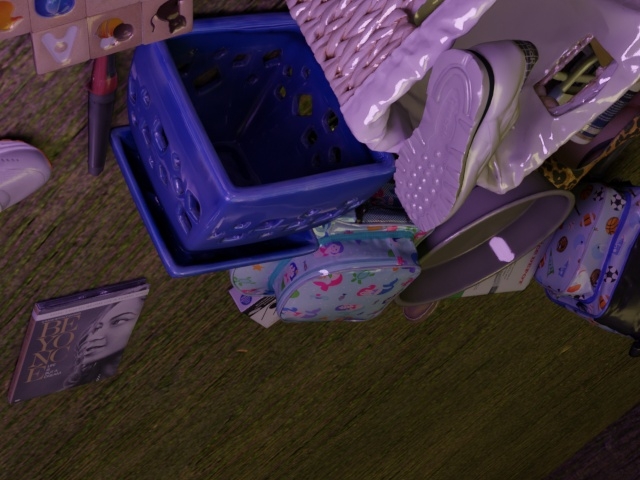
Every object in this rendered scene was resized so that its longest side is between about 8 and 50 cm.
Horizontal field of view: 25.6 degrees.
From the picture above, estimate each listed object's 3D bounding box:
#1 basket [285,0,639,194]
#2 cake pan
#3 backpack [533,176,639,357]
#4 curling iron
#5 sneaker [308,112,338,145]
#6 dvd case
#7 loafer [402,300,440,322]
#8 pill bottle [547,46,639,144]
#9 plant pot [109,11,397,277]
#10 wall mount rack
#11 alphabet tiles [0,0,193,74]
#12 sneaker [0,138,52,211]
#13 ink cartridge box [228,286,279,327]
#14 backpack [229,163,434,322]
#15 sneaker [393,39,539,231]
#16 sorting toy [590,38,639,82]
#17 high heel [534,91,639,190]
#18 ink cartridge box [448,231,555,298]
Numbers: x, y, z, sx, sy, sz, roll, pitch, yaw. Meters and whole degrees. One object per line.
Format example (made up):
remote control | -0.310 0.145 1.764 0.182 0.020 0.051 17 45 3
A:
basket | 0.172 -0.269 1.511 0.328 0.266 0.331 -44 150 21
cake pan | 0.221 -0.006 1.993 0.293 0.054 0.293 -25 161 -9
backpack | 0.465 0.021 2.301 0.276 0.213 0.263 -64 -170 -2
curling iron | -0.245 -0.165 1.502 0.068 0.035 0.274 -22 150 -21
sneaker | -0.003 -0.133 1.806 0.109 0.040 0.043 -30 155 -5
dvd case | -0.332 0.139 1.928 0.165 0.018 0.221 -13 147 -33
loafer | 0.179 0.074 2.326 0.050 0.056 0.148 9 122 -51
pill bottle | 0.404 -0.227 2.022 0.094 0.094 0.169 3 137 -49
plant pot | -0.091 -0.097 1.575 0.236 0.236 0.212 -11 152 -35
wall mount rack | 0.238 -0.181 1.899 0.304 0.130 0.350 -1 139 -51
alphabet tiles | -0.198 -0.304 1.306 0.285 0.011 0.342 -20 144 -20
sneaker | -0.397 -0.008 1.505 0.262 0.121 0.099 -28 153 -10
ink cartridge box | -0.025 0.042 2.062 0.207 0.046 0.097 -37 153 7
backpack | 0.000 0.000 1.852 0.254 0.191 0.225 7 149 -25
sneaker | 0.146 -0.099 1.399 0.095 0.090 0.235 -23 151 -34
sorting toy | 0.426 -0.353 1.720 0.255 0.089 0.257 -22 117 19
high heel | 0.403 -0.166 2.131 0.261 0.093 0.186 -11 143 -47
ink cartridge box | 0.262 0.004 2.226 0.208 0.087 0.153 -2 125 -44
